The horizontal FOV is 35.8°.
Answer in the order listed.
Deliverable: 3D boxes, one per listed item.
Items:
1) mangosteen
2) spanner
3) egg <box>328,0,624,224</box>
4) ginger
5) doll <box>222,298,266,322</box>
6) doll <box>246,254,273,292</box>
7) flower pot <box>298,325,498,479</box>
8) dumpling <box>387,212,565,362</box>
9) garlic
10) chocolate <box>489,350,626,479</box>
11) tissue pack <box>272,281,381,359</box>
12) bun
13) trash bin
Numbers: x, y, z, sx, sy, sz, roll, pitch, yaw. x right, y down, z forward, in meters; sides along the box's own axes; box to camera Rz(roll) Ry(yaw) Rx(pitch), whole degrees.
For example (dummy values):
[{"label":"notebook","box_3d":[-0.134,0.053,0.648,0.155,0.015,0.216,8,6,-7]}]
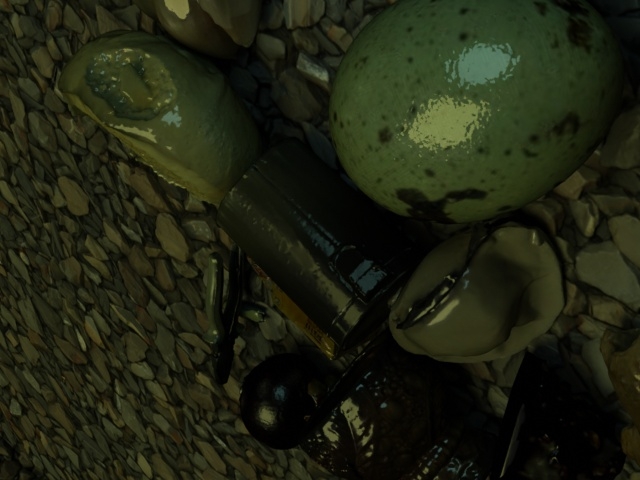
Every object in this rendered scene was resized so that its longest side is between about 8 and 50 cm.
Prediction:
[{"label":"mangosteen","box_3d":[-0.043,0.317,1.923,0.230,0.194,0.194,9,130,11]},{"label":"spanner","box_3d":[-0.192,0.155,1.967,0.040,0.095,0.325,26,126,32]},{"label":"egg","box_3d":[0.177,-0.168,1.177,0.379,0.287,0.288,-23,102,41]},{"label":"ginger","box_3d":[0.467,0.229,1.317,0.276,0.130,0.221,52,153,12]},{"label":"doll","box_3d":[-0.155,0.143,2.015,0.125,0.027,0.037,11,119,43]},{"label":"doll","box_3d":[-0.087,0.040,1.811,0.114,0.085,0.152,46,159,42]},{"label":"flower pot","box_3d":[0.140,0.322,1.658,0.267,0.266,0.266,41,144,-1]},{"label":"dumpling","box_3d":[0.222,0.096,1.427,0.293,0.163,0.204,-41,86,31]},{"label":"garlic","box_3d":[-0.213,-0.430,1.528,0.279,0.132,0.325,32,135,39]},{"label":"chocolate","box_3d":[0.360,0.301,1.472,0.177,0.206,0.224,17,96,8]},{"label":"tissue pack","box_3d":[0.011,0.113,1.710,0.169,0.120,0.082,42,142,30]},{"label":"bun","box_3d":[-0.245,-0.218,1.648,0.364,0.202,0.364,35,173,5]},{"label":"trash bin","box_3d":[0.000,0.000,1.579,0.301,0.203,0.252,44,177,15]}]
